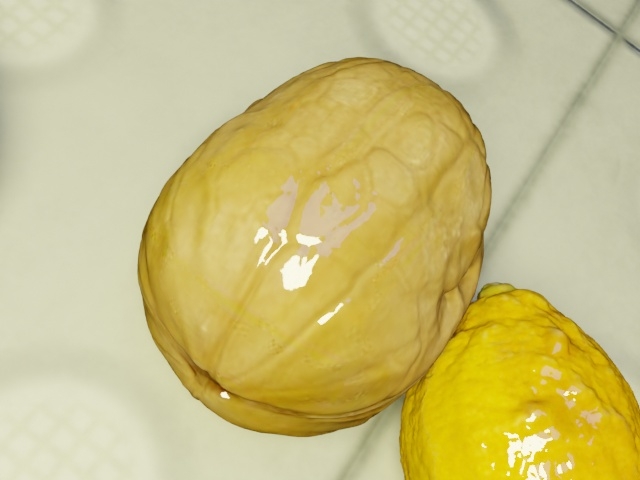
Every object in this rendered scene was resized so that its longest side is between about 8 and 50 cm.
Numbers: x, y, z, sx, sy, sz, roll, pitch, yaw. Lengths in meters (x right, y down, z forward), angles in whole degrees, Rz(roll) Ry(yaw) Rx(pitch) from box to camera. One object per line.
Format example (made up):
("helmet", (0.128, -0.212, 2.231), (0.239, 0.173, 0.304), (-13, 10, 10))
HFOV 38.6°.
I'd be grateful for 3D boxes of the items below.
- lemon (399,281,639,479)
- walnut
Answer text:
("lemon", (0.116, 0.116, 0.529), (0.142, 0.142, 0.187), (-5, 75, -23))
("walnut", (0.000, 0.000, 0.521), (0.193, 0.193, 0.225), (36, 64, 1))
